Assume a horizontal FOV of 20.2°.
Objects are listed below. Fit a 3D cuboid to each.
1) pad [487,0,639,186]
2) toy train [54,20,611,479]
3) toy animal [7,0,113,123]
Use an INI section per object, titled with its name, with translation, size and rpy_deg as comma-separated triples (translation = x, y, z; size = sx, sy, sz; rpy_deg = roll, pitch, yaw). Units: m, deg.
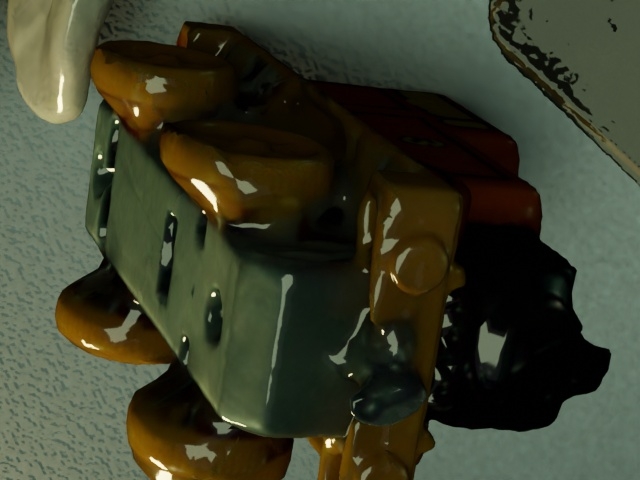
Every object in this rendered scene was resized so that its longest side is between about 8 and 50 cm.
[pad]
translation = 0.312, -0.100, 0.946
size = 0.375, 0.063, 0.315
rpy_deg = 42, 105, -4
[toy train]
translation = 0.000, 0.000, 0.888
size = 0.231, 0.369, 0.163
rpy_deg = 1, 108, -21
[toy animal]
translation = -0.184, -0.178, 0.938
size = 0.289, 0.174, 0.249
rpy_deg = -14, 90, 12
